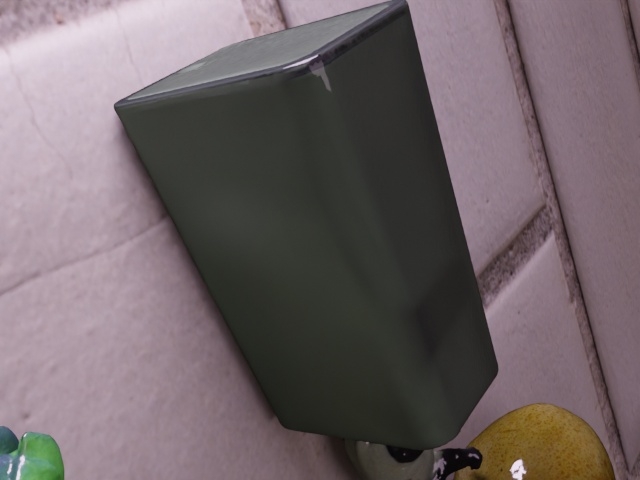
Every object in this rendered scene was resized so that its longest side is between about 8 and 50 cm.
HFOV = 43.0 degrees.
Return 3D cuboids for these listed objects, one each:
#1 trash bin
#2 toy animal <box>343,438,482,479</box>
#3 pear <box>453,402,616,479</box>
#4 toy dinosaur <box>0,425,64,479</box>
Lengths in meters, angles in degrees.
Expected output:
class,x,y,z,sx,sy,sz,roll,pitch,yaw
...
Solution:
class,x,y,z,sx,sy,sz,roll,pitch,yaw
trash bin,0.000,0.000,0.699,0.158,0.223,0.343,-40,118,-44
toy animal,0.101,0.236,0.882,0.121,0.094,0.225,-52,133,-26
pear,0.256,0.319,0.976,0.211,0.188,0.228,-22,103,-55
toy dinosaur,-0.268,0.124,0.335,0.374,0.144,0.500,-75,153,-51
